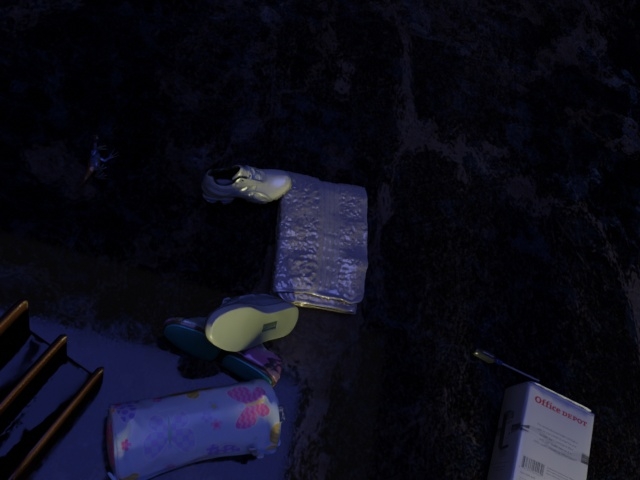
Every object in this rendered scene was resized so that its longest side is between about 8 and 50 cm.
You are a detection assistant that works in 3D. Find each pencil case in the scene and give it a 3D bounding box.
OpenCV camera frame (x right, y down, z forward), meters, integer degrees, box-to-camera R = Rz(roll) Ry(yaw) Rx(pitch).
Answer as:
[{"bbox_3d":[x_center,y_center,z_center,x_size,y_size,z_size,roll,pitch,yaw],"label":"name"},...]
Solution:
[{"bbox_3d":[-0.198,0.298,1.018,0.273,0.113,0.124,-4,86,-24],"label":"pencil case"}]

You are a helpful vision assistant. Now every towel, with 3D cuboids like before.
[{"bbox_3d":[0.000,0.000,1.266,0.187,0.049,0.282,11,64,-18],"label":"towel"}]

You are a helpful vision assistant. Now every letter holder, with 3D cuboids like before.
[{"bbox_3d":[-0.449,0.254,0.877,0.152,0.214,0.302,36,59,-3],"label":"letter holder"}]

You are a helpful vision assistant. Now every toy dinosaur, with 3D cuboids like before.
[{"bbox_3d":[-0.414,-0.153,1.176,0.090,0.047,0.082,-27,61,-19],"label":"toy dinosaur"}]

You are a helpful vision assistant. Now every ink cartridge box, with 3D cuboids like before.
[{"bbox_3d":[0.419,0.402,1.229,0.158,0.092,0.218,27,62,-9],"label":"ink cartridge box"}]

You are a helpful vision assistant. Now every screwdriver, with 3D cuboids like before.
[{"bbox_3d":[0.381,0.258,1.319,0.170,0.024,0.025,29,31,-10],"label":"screwdriver"}]

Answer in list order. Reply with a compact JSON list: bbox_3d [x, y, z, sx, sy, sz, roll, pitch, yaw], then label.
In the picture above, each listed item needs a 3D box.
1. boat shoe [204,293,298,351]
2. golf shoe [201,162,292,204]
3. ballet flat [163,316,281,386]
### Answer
[{"bbox_3d":[-0.130,0.132,1.096,0.227,0.081,0.079,2,106,-58],"label":"boat shoe"},{"bbox_3d":[-0.136,-0.112,1.224,0.176,0.086,0.069,-10,67,-14],"label":"golf shoe"},{"bbox_3d":[-0.164,0.178,1.115,0.221,0.077,0.079,30,41,-12],"label":"ballet flat"}]
